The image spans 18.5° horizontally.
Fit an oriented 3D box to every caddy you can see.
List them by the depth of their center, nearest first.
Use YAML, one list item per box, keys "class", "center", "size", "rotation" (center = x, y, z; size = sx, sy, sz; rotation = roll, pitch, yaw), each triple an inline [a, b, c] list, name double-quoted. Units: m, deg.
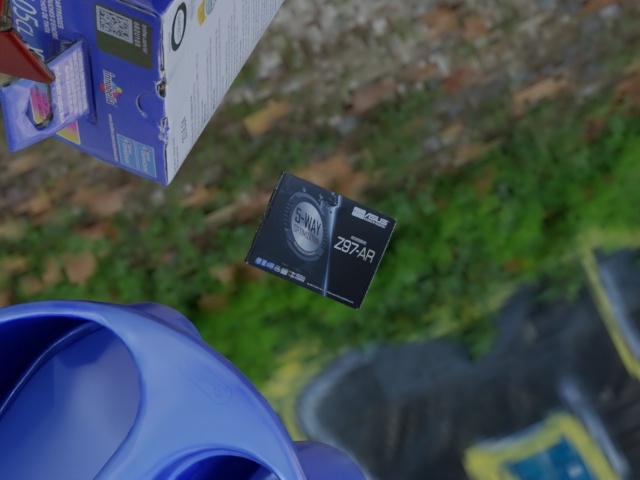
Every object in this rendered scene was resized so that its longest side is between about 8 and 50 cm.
- class: "caddy"
  center: [-0.130, 0.183, 0.930]
  size: [0.341, 0.241, 0.179]
  rotation: [-54, 168, 14]

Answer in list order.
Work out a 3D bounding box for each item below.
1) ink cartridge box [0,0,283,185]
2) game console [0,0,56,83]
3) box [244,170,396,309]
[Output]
- class: "ink cartridge box"
  center: [-0.128, -0.234, 1.639]
  size: [0.270, 0.151, 0.395]
  rotation: [96, 19, -62]
- class: "game console"
  center: [-0.239, -0.171, 1.259]
  size: [0.144, 0.124, 0.085]
  rotation: [15, -167, 23]
- class: "box"
  center: [0.000, 0.000, 1.306]
  size: [0.018, 0.083, 0.067]
  rotation: [-152, -95, -83]
